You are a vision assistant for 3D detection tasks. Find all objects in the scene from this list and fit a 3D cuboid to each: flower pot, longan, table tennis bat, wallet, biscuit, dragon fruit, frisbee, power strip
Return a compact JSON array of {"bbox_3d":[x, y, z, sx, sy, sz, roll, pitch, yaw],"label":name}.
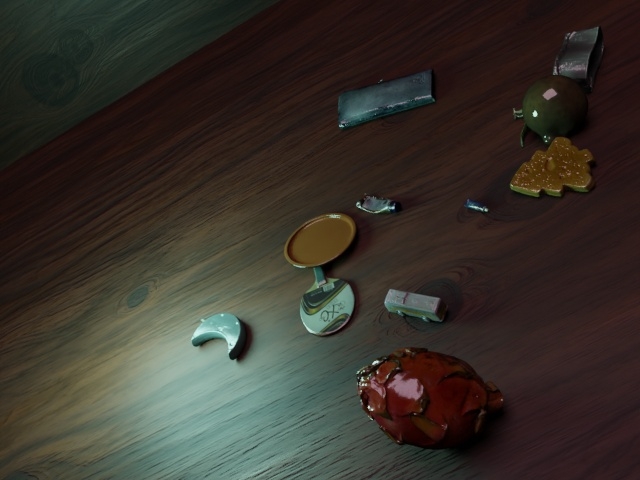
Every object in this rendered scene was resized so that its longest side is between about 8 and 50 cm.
[{"bbox_3d":[0.812,-0.569,1.972,0.108,0.103,0.229,4,56,36],"label":"flower pot"},{"bbox_3d":[0.690,-0.384,1.852,0.184,0.159,0.205,6,93,22],"label":"longan"},{"bbox_3d":[0.014,0.158,1.887,0.173,0.022,0.301,-23,46,11],"label":"table tennis bat"},{"bbox_3d":[0.242,-0.532,2.339,0.378,0.046,0.191,-12,49,22],"label":"wallet"},{"bbox_3d":[0.656,-0.192,1.781,0.238,0.041,0.212,-22,50,14],"label":"biscuit"},{"bbox_3d":[0.240,0.355,1.411,0.314,0.251,0.250,-1,33,-28],"label":"dragon fruit"},{"bbox_3d":[0.000,0.000,2.011,0.250,0.021,0.251,-18,36,13],"label":"frisbee"},{"bbox_3d":[-0.315,0.289,1.958,0.215,0.044,0.137,12,59,38],"label":"power strip"}]

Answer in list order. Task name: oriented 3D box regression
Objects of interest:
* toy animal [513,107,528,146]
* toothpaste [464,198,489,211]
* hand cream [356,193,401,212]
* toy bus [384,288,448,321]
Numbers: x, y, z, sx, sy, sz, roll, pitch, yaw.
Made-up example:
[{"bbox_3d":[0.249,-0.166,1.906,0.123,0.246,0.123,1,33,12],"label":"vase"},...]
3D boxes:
[{"bbox_3d":[0.634,-0.382,1.966,0.075,0.041,0.217,11,64,37],"label":"toy animal"},{"bbox_3d":[0.458,-0.100,1.837,0.083,0.019,0.027,29,95,46],"label":"toothpaste"},{"bbox_3d":[0.189,-0.116,2.014,0.163,0.039,0.062,14,63,46],"label":"hand cream"},{"bbox_3d":[0.253,0.174,1.684,0.171,0.072,0.058,8,62,38],"label":"toy bus"}]
